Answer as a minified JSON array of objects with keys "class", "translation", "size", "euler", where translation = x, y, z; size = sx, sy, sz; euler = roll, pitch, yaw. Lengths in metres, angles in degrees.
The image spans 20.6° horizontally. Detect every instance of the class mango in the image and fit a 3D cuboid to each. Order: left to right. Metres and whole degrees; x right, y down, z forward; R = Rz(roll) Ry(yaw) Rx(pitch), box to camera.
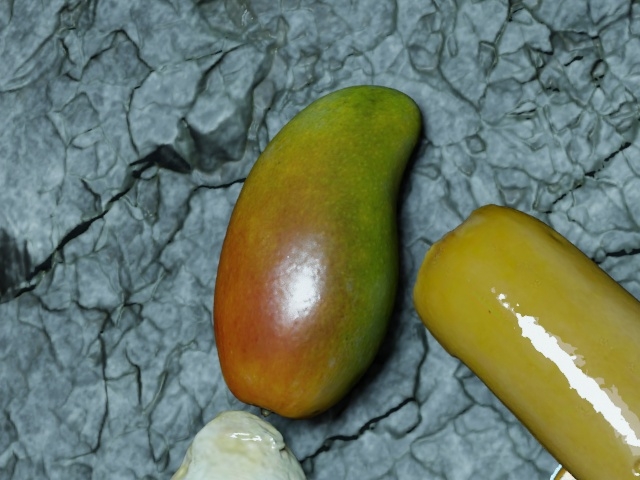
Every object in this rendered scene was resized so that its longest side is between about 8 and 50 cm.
[{"class":"mango","translation":[-0.005,0.001,1.418],"size":[0.146,0.129,0.289],"euler":[-2,63,23]}]

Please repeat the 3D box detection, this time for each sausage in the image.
[{"class":"sausage","translation":[0.219,0.116,1.292],"size":[0.134,0.116,0.354],"euler":[-32,62,-30]}]

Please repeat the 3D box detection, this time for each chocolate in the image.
[{"class":"chocolate","translation":[-0.082,0.285,1.353],"size":[0.134,0.134,0.309],"euler":[9,78,25]}]

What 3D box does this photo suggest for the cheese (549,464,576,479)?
[{"class":"cheese","translation":[0.183,0.192,1.334],"size":[0.111,0.017,0.047],"euler":[-35,61,9]}]
